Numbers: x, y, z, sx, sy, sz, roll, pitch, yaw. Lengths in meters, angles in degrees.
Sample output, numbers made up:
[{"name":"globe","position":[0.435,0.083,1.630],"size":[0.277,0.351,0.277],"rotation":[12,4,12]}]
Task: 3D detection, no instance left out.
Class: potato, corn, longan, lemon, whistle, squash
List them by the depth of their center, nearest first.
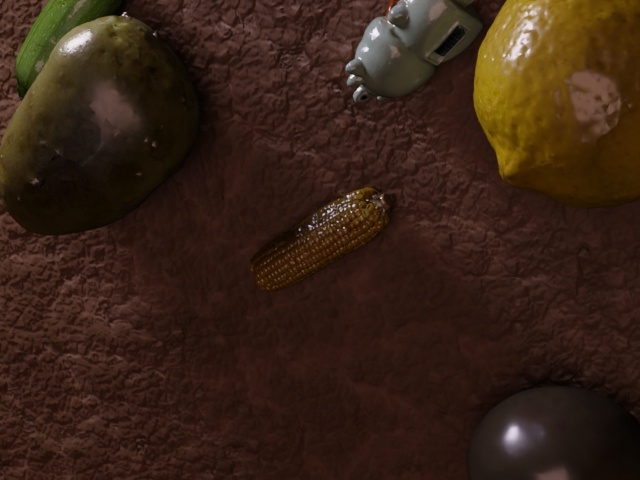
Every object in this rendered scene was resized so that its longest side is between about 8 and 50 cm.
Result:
[{"name":"lemon","position":[0.294,-0.174,1.150],"size":[0.253,0.253,0.310],"rotation":[36,87,5]},{"name":"whistle","position":[0.120,-0.249,1.261],"size":[0.106,0.102,0.253],"rotation":[46,114,5]},{"name":"longan","position":[0.279,0.263,1.299],"size":[0.220,0.196,0.196],"rotation":[3,105,13]},{"name":"potato","position":[-0.277,-0.129,1.374],"size":[0.210,0.173,0.307],"rotation":[44,114,-7]},{"name":"corn","position":[0.000,0.000,1.380],"size":[0.207,0.068,0.068],"rotation":[-31,94,20]},{"name":"squash","position":[-0.321,-0.261,1.407],"size":[0.077,0.068,0.219],"rotation":[26,115,-27]}]
